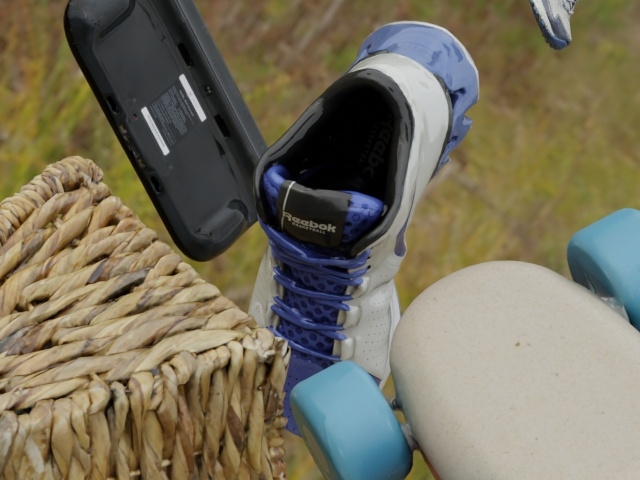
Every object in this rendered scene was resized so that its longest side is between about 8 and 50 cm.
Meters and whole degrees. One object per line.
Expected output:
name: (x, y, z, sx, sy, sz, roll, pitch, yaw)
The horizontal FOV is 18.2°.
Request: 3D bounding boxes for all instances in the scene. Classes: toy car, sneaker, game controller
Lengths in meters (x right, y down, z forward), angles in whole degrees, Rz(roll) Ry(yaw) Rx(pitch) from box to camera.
toy car: (0.135, 0.147, 1.097, 0.210, 0.219, 0.238, 50, -16, 44)
sneaker: (0.000, -0.001, 1.422, 0.127, 0.315, 0.182, 23, 19, 15)
game controller: (-0.151, -0.138, 2.068, 0.166, 0.067, 0.319, -42, 114, -35)
sneaker: (0.201, -0.222, 1.672, 0.052, 0.058, 0.135, 55, 25, -58)

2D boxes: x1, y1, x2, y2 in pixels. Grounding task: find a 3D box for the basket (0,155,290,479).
basket: (-0.159, 0.144, 1.069, 0.213, 0.299, 0.223, -19, 38, -28)
